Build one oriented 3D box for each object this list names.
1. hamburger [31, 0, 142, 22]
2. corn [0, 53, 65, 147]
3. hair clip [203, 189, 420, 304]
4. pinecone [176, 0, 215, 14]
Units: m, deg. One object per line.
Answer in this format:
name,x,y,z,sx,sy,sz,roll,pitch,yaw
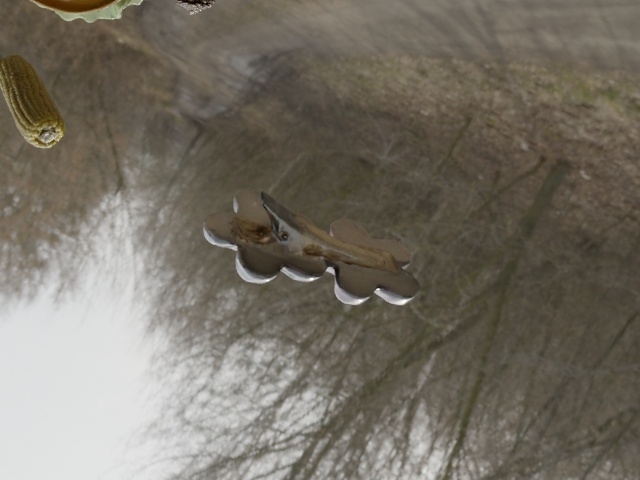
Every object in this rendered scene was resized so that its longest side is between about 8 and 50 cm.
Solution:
hamburger,-0.308,-0.439,1.057,0.274,0.274,0.212,27,-156,-10
corn,-0.541,-0.262,1.463,0.231,0.080,0.080,55,-165,28
hair clip,-0.003,0.006,0.880,0.257,0.075,0.146,20,-153,-27
pinecone,-0.296,-0.593,1.881,0.102,0.109,0.102,12,-136,-12
